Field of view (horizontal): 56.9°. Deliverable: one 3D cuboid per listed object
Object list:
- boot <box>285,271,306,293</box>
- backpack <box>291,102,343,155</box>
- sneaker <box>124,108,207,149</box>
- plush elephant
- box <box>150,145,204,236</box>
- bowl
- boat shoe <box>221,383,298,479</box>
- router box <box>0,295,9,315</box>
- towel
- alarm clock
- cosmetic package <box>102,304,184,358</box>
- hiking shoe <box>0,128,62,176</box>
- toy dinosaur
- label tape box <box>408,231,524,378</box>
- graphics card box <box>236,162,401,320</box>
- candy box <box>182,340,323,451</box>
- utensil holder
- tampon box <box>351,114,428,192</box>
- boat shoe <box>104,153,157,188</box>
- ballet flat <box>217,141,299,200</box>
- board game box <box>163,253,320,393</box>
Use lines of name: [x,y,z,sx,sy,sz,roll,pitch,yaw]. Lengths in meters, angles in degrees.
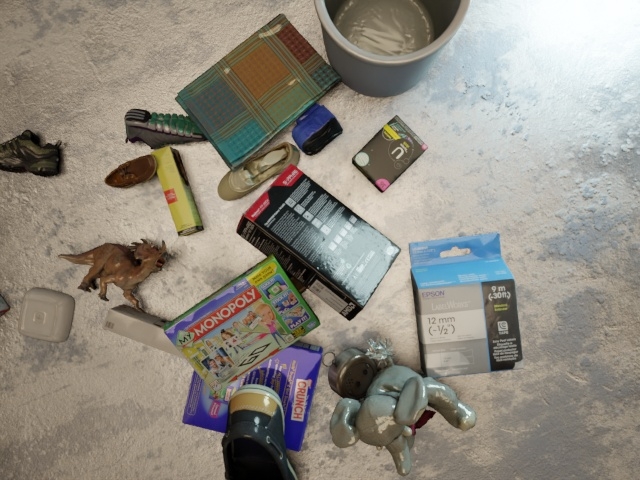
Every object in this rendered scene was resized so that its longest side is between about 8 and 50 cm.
boot: [-0.162,0.139,1.506,0.305,0.115,0.112,-33,70,-17]
backpack: [-0.017,-0.287,1.546,0.120,0.098,0.101,-44,61,3]
sneaker: [-0.410,-0.285,1.585,0.223,0.083,0.098,11,132,-10]
plush elephant: [0.179,0.426,1.416,0.271,0.255,0.330,-27,102,32]
box: [-0.378,-0.128,1.569,0.058,0.087,0.233,-17,92,3]
bowl: [-0.756,0.206,1.612,0.142,0.053,0.142,12,92,3]
boat shoe: [-0.153,0.583,1.456,0.186,0.156,0.501,2,122,6]
router box: [-1.079,0.146,1.608,0.301,0.082,0.336,-37,90,3]
towel: [-0.167,-0.393,1.537,0.370,0.040,0.271,-39,77,-1]
alarm clock: [0.074,0.343,1.538,0.192,0.064,0.129,37,82,-28]
cosmetic package: [-0.446,0.241,1.578,0.238,0.099,0.061,20,90,1]
hiking shoe: [-0.813,-0.243,1.596,0.226,0.086,0.114,11,79,-4]
toy dinosaur: [-0.532,0.059,1.569,0.295,0.127,0.201,22,85,14]
label tape box: [0.373,0.166,1.534,0.248,0.115,0.348,-6,93,3]
graphics card box: [0.000,0.000,1.495,0.370,0.094,0.233,37,52,1]
candy box: [-0.172,0.378,1.558,0.316,0.122,0.269,14,91,3]
utensil holder: [0.154,-0.528,1.385,0.327,0.385,0.328,0,93,3]
tampon box: [0.177,-0.221,1.534,0.120,0.101,0.161,45,93,1]
boat shoe: [-0.497,-0.176,1.546,0.177,0.060,0.064,-18,89,35]
ballet flat: [-0.171,-0.185,1.561,0.248,0.086,0.086,-30,90,3]
board game box: [-0.188,0.206,1.444,0.317,0.046,0.214,-34,110,0]
